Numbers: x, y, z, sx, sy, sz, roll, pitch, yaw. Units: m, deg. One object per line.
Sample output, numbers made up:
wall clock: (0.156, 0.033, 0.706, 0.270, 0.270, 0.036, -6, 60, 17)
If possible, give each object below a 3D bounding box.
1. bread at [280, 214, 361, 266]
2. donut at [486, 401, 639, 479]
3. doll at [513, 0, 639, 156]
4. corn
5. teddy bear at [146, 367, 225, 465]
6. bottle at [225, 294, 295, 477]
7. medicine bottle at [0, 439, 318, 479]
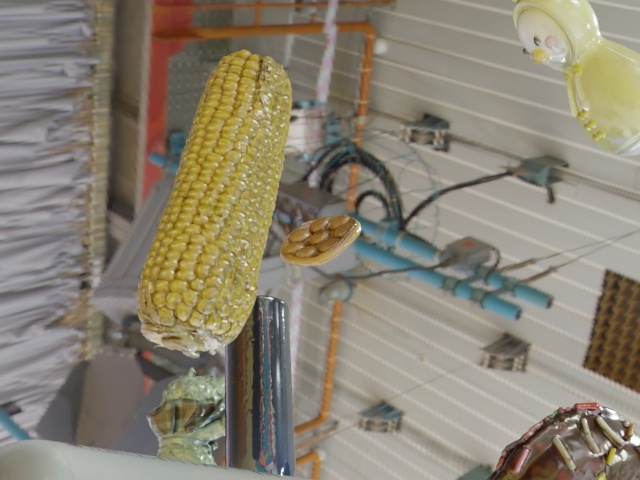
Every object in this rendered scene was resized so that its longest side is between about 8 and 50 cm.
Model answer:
bread: (0.000, 0.000, 1.239, 0.110, 0.110, 0.024, 6, -51, 45)
donut: (0.269, 0.303, 1.061, 0.103, 0.269, 0.270, 32, -57, 46)
doll: (0.319, -0.189, 1.136, 0.296, 0.117, 0.141, 40, -7, 1)
corn: (-0.082, -0.039, 0.856, 0.106, 0.106, 0.293, -13, -126, 47)
teddy bear: (-0.149, 0.222, 1.141, 0.133, 0.213, 0.111, -15, -55, 33)
bottle: (-0.066, 0.179, 1.012, 0.082, 0.072, 0.245, -11, -122, 10)
medicine bottle: (-0.095, 0.187, 0.487, 0.157, 0.288, 0.157, -29, -127, 47)
